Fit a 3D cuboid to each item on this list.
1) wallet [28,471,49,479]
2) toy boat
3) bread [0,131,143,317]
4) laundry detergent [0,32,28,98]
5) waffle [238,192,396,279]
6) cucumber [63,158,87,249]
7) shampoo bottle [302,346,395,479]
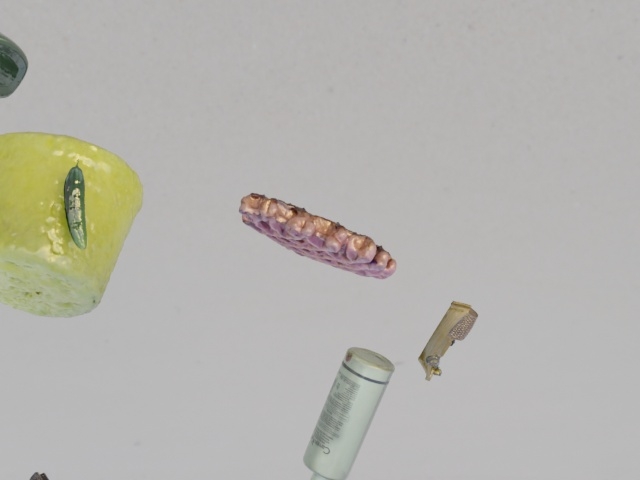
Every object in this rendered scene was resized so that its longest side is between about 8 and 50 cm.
[{"bbox_3d":[-0.476,0.555,1.745,0.071,0.221,0.262,0,130,-50],"label":"wallet"},{"bbox_3d":[0.199,0.161,1.637,0.149,0.049,0.047,-63,170,26],"label":"toy boat"},{"bbox_3d":[-0.546,-0.029,2.039,0.348,0.307,0.348,11,156,5],"label":"bread"},{"bbox_3d":[-0.397,-0.221,1.010,0.211,0.063,0.137,33,-178,11],"label":"laundry detergent"},{"bbox_3d":[0.000,0.000,1.388,0.221,0.055,0.234,22,177,12],"label":"waffle"},{"bbox_3d":[-0.445,-0.065,1.867,0.039,0.167,0.039,-6,173,-1],"label":"cucumber"},{"bbox_3d":[0.036,0.309,1.707,0.085,0.262,0.085,21,-170,-4],"label":"shampoo bottle"}]
